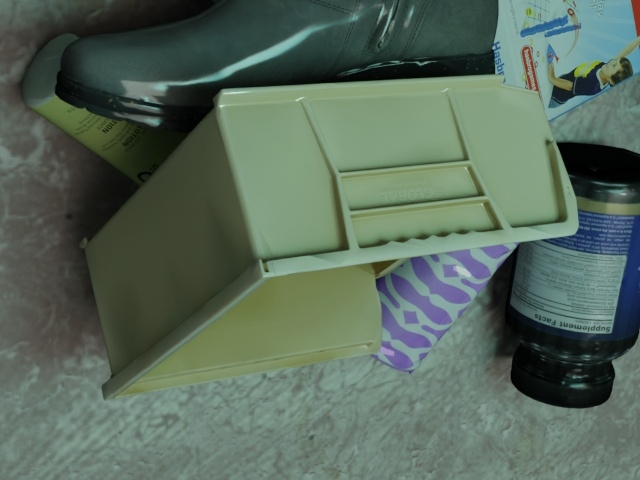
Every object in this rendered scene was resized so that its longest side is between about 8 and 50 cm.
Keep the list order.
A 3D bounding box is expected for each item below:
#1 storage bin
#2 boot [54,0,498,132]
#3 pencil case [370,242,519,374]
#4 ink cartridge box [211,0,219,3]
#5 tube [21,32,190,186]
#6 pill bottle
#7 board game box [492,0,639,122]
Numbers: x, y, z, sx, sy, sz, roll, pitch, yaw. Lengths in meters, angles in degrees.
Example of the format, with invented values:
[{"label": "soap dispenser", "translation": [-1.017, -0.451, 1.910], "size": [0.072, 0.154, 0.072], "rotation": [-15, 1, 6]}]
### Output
[{"label": "storage bin", "translation": [0.000, 0.000, 0.977], "size": [0.260, 0.262, 0.123], "rotation": [-6, 72, -32]}, {"label": "boot", "translation": [-0.018, -0.198, 0.943], "size": [0.338, 0.118, 0.222], "rotation": [-10, 117, -28]}, {"label": "pencil case", "translation": [0.108, 0.018, 1.175], "size": [0.088, 0.086, 0.206], "rotation": [25, 114, -44]}, {"label": "ink cartridge box", "translation": [-0.099, -0.239, 0.985], "size": [0.135, 0.056, 0.099], "rotation": [29, 94, -36]}, {"label": "tube", "translation": [-0.113, -0.068, 1.051], "size": [0.240, 0.070, 0.062], "rotation": [35, 54, -41]}, {"label": "pill bottle", "translation": [0.231, 0.032, 1.251], "size": [0.123, 0.123, 0.219], "rotation": [-6, 114, -28]}, {"label": "board game box", "translation": [0.177, -0.260, 1.115], "size": [0.302, 0.086, 0.308], "rotation": [-28, 122, -17]}]
